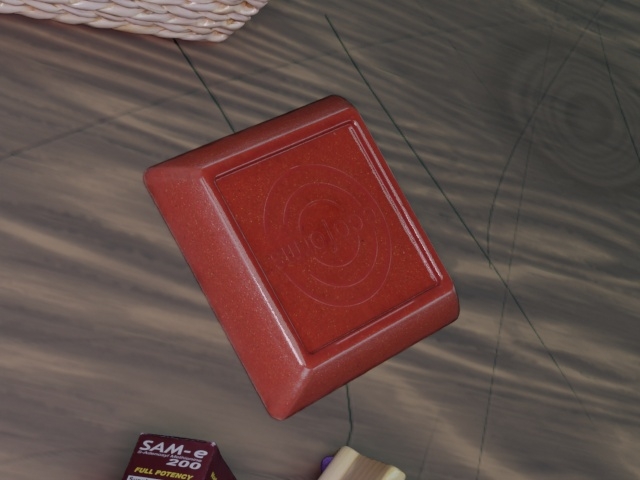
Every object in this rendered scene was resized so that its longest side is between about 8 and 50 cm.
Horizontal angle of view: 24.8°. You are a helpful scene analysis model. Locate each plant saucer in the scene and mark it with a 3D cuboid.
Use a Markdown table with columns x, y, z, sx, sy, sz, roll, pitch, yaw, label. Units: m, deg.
| x | y | z | sx | sy | sz | roll | pitch | yaw | label |
| --- | --- | --- | --- | --- | --- | --- | --- | --- | --- |
| 0.000 | 0.000 | 1.364 | 0.258 | 0.047 | 0.259 | -26 | 86 | -38 | plant saucer |

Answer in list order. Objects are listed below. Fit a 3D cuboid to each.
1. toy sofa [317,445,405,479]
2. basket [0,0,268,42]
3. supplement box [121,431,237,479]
| x | y | z | sx | sy | sz | roll | pitch | yaw | label |
| --- | --- | --- | --- | --- | --- | --- | --- | --- | --- |
| 0.118 | 0.341 | 1.249 | 0.362 | 0.177 | 0.150 | 40 | 78 | -13 | toy sofa |
| -0.171 | -0.380 | 1.277 | 0.331 | 0.266 | 0.328 | 3 | 69 | -32 | basket |
| -0.127 | 0.282 | 1.100 | 0.130 | 0.073 | 0.239 | 67 | 35 | -48 | supplement box |
